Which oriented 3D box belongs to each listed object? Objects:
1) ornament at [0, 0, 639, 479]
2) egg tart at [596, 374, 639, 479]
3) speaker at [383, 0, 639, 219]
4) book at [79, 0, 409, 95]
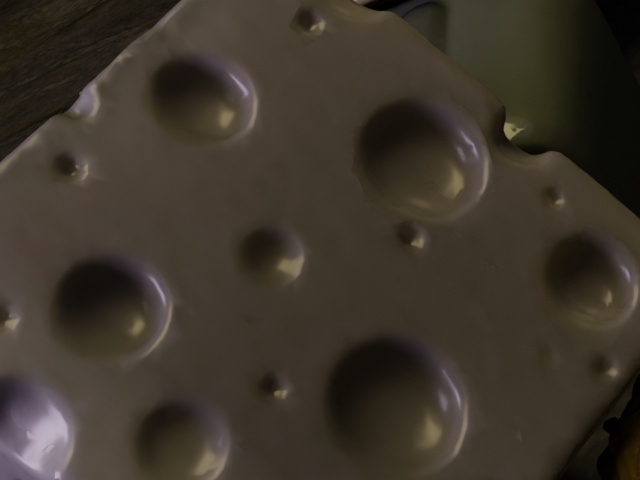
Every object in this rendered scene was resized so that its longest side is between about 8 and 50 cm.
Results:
[{"bbox_3d":[-0.028,0.059,0.686,0.239,0.240,0.240,-48,-6,-25],"label":"ornament"},{"bbox_3d":[0.274,0.071,0.570,0.345,0.132,0.345,-26,26,13],"label":"egg tart"},{"bbox_3d":[0.000,0.000,0.962,0.406,0.183,0.184,-21,32,21],"label":"speaker"},{"bbox_3d":[0.062,-0.180,1.159,0.300,0.039,0.428,-20,2,39],"label":"book"}]
